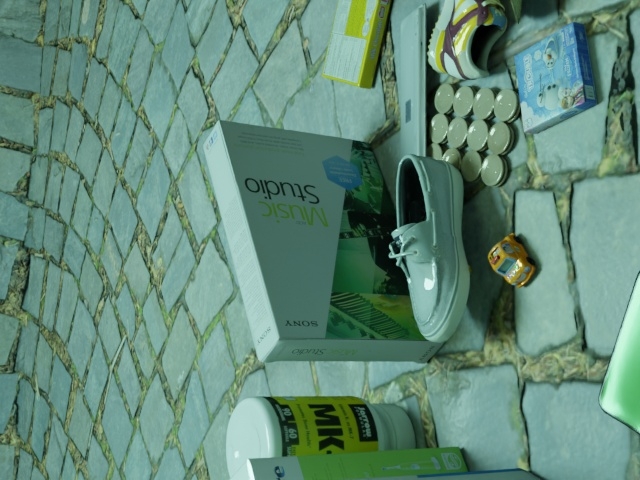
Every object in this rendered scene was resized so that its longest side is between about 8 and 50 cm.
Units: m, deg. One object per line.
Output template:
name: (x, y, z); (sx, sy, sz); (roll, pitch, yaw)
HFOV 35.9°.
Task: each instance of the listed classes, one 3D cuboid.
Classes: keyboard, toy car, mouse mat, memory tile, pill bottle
keyboard: (0.116, -0.165, 1.243); (0.072, 0.014, 0.256); (150, 122, -75)
toy car: (0.182, 0.037, 1.092); (0.122, 0.040, 0.060); (-40, 53, 48)
mouse mat: (0.332, 0.121, 0.873); (0.190, 0.007, 0.152); (32, 113, 54)
memory tile: (0.175, -0.124, 1.154); (0.148, 0.012, 0.113); (21, 103, 56)
pill bottle: (0.003, 0.247, 1.188); (0.119, 0.208, 0.119); (-12, 76, 57)

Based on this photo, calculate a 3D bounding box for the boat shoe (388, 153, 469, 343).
boat shoe: (0.112, 0.004, 1.109); (0.079, 0.081, 0.227); (-38, 41, 50)

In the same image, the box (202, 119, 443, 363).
box: (0.000, 0.000, 1.208); (0.058, 0.232, 0.322); (-51, 46, 43)

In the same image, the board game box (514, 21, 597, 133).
board game box: (0.246, -0.170, 1.040); (0.090, 0.020, 0.090); (-27, 63, 55)

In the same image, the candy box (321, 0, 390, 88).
candy box: (0.057, -0.317, 1.356); (0.105, 0.027, 0.206); (31, 112, 58)

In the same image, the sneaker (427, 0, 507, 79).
sneaker: (0.182, -0.276, 1.124); (0.084, 0.070, 0.185); (25, 113, 48)

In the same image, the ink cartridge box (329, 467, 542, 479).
ink cartridge box: (0.103, 0.435, 0.929); (0.166, 0.285, 0.395); (23, 105, 56)

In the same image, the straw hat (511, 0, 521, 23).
straw hat: (0.221, -0.309, 1.054); (0.061, 0.144, 0.144); (-14, 68, 14)

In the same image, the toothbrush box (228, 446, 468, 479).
toothbrush box: (0.013, 0.331, 1.091); (0.206, 0.283, 0.122); (-52, 44, 40)
